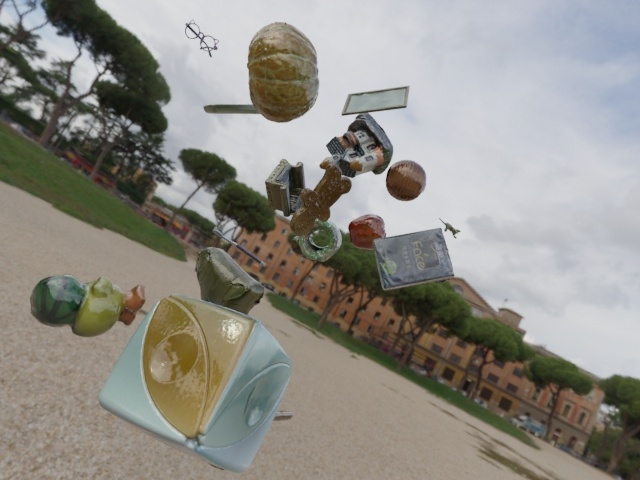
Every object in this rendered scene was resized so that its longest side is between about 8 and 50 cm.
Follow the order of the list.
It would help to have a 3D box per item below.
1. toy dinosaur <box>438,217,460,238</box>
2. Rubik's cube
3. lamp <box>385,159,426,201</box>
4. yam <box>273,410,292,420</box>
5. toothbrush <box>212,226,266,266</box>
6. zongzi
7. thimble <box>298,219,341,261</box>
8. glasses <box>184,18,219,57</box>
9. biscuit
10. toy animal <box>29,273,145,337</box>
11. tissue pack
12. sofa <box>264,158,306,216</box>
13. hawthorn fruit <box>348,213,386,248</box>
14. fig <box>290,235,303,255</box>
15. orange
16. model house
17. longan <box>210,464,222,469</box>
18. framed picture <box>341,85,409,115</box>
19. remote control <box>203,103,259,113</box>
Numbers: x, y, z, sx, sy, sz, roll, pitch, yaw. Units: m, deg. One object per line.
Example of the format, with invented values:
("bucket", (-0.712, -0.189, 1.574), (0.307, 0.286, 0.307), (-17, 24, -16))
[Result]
("toy dinosaur", (0.476, -0.051, 1.606), (0.120, 0.029, 0.060), (32, 31, -15))
("Rubik's cube", (-0.319, 0.389, 1.191), (0.352, 0.347, 0.351), (12, -34, 21))
("lamp", (0.273, -0.191, 1.380), (0.136, 0.136, 0.136), (28, -9, 5))
("yam", (-0.193, 0.810, 2.000), (0.046, 0.046, 0.264), (24, -11, 24))
("toothbrush", (-0.345, 0.031, 1.861), (0.288, 0.026, 0.024), (39, -36, -27))
("zongzi", (-0.411, 0.235, 1.659), (0.323, 0.360, 0.160), (39, 15, 37))
("thimble", (0.000, 0.000, 2.214), (0.219, 0.219, 0.150), (26, 5, 13))
("glasses", (-0.414, -0.712, 1.554), (0.140, 0.062, 0.104), (38, 6, 2))
("biscuit", (-0.010, -0.146, 1.615), (0.049, 0.301, 0.197), (33, -8, 40))
("toy animal", (-0.792, 0.226, 1.469), (0.338, 0.191, 0.216), (15, -44, -28))
("tissue pack", (0.301, 0.063, 1.424), (0.236, 0.173, 0.073), (-9, -16, -2))
("sofa", (-0.152, -0.272, 2.224), (0.182, 0.258, 0.200), (10, -46, 17))
("hawthorn fruit", (0.219, -0.040, 2.021), (0.189, 0.189, 0.189), (28, -9, 5))
("fig", (-0.087, 0.031, 2.350), (0.155, 0.103, 0.109), (2, -21, 38))
("orange", (-0.129, -0.575, 1.495), (0.249, 0.329, 0.329), (-7, -3, -11))
("model house", (0.135, -0.402, 1.964), (0.271, 0.301, 0.190), (60, -19, 15))
("longan", (-0.385, 0.856, 1.817), (0.220, 0.196, 0.196), (8, 1, -27))
("framed picture", (0.174, -0.438, 1.356), (0.201, 0.136, 0.010), (-2, -47, 18))
("remote control", (-0.311, -0.518, 1.708), (0.309, 0.038, 0.090), (-14, 18, -41))
